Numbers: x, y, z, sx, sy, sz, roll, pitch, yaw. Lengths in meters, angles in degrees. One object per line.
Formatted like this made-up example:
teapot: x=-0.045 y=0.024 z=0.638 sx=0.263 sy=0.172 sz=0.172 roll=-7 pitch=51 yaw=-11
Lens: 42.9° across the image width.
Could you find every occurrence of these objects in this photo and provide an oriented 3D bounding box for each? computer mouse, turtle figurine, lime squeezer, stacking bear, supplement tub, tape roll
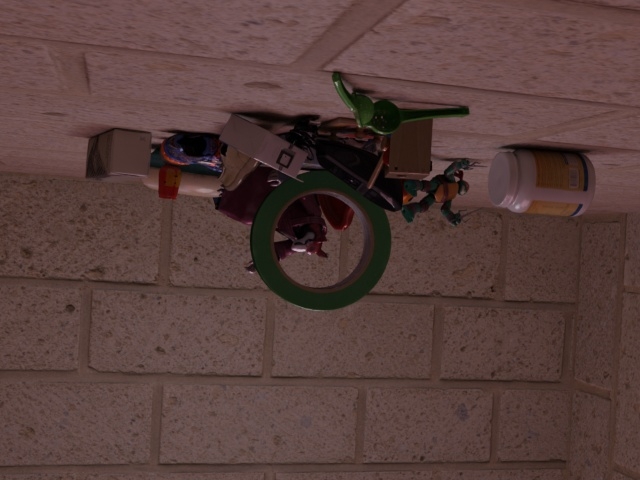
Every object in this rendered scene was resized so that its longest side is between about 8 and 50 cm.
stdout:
computer mouse: x=0.063 y=-0.159 z=1.617 sx=0.272 sy=0.072 sz=0.188 roll=35 pitch=171 yaw=-6
turtle figurine: x=0.323 y=-0.123 z=2.107 sx=0.234 sy=0.175 sz=0.118 roll=-13 pitch=-165 yaw=-24
lime squeezer: x=0.095 y=-0.201 z=1.267 sx=0.310 sy=0.058 sz=0.110 roll=5 pitch=179 yaw=-44
stacking bear: x=0.143 y=-0.146 z=2.105 sx=0.289 sy=0.164 sz=0.175 roll=-10 pitch=146 yaw=-44
supplement tub: x=0.490 y=-0.130 z=1.813 sx=0.200 sy=0.144 sz=0.144 roll=4 pitch=180 yaw=-11
tape roll: x=0.000 y=0.000 z=1.877 sx=0.322 sy=0.321 sz=0.077 roll=3 pitch=180 yaw=-9

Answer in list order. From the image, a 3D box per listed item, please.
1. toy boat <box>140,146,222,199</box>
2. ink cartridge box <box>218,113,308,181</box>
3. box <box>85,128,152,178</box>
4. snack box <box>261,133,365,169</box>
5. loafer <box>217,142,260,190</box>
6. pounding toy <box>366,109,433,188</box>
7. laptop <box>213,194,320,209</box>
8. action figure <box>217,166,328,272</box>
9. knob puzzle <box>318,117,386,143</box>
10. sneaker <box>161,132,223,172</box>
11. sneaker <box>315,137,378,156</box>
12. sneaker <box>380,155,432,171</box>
toy boat: x=-0.363 y=-0.192 z=2.151 sx=0.268 sy=0.148 sz=0.318 roll=8 pitch=-173 yaw=1
ink cartridge box: x=-0.100 y=-0.179 z=1.599 sx=0.104 sy=0.060 sz=0.180 roll=30 pitch=-175 yaw=32
box: x=-0.501 y=-0.205 z=2.007 sx=0.094 sy=0.113 sz=0.275 roll=5 pitch=178 yaw=-28
snack box: x=-0.016 y=-0.197 z=1.872 sx=0.207 sy=0.070 sz=0.174 roll=5 pitch=179 yaw=-28
loafer: x=-0.176 y=-0.189 z=1.798 sx=0.092 sy=0.102 sz=0.268 roll=46 pitch=155 yaw=-6
pounding toy: x=0.141 y=-0.159 z=1.462 sx=0.100 sy=0.130 sz=0.141 roll=4 pitch=180 yaw=0
laptop: x=-0.200 y=-0.227 z=3.054 sx=0.382 sy=0.236 sz=0.408 roll=3 pitch=151 yaw=-17
action figure: x=-0.089 y=-0.056 z=2.062 sx=0.370 sy=0.248 sz=0.276 roll=41 pitch=-159 yaw=34
knob puzzle: x=0.095 y=-0.211 z=1.635 sx=0.213 sy=0.029 sz=0.213 roll=3 pitch=179 yaw=0
sneaker: x=-0.255 y=-0.208 z=1.899 sx=0.221 sy=0.083 sz=0.087 roll=0 pitch=173 yaw=-21
sneaker: x=0.057 y=-0.200 z=1.758 sx=0.135 sy=0.058 sz=0.052 roll=-2 pitch=-167 yaw=5
sneaker: x=0.216 y=-0.186 z=2.002 sx=0.085 sy=0.058 sz=0.152 roll=11 pitch=-171 yaw=41
